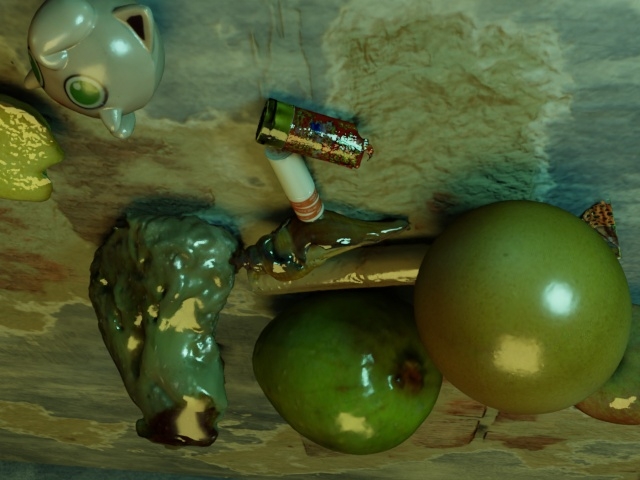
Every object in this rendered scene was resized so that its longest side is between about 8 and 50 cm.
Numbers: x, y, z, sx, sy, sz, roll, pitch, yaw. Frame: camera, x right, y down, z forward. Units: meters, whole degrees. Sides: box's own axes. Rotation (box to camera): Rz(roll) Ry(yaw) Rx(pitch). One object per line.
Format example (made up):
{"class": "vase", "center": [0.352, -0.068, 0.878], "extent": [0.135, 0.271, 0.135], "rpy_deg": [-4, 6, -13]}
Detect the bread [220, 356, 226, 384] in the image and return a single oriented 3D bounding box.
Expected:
{"class": "bread", "center": [-0.271, 0.281, 1.387], "extent": [0.132, 0.103, 0.172], "rpy_deg": [9, 149, -13]}

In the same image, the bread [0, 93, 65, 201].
{"class": "bread", "center": [-0.389, -0.124, 0.771], "extent": [0.187, 0.065, 0.149], "rpy_deg": [19, 136, -17]}

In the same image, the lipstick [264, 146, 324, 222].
{"class": "lipstick", "center": [-0.030, -0.072, 0.813], "extent": [0.038, 0.038, 0.131], "rpy_deg": [-3, 148, 15]}

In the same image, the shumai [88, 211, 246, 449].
{"class": "shumai", "center": [-0.237, 0.139, 0.967], "extent": [0.217, 0.283, 0.346], "rpy_deg": [19, 149, -25]}

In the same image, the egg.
{"class": "egg", "center": [0.250, 0.089, 0.831], "extent": [0.250, 0.250, 0.322], "rpy_deg": [-11, 148, 25]}

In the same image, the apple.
{"class": "apple", "center": [0.462, 0.190, 1.033], "extent": [0.188, 0.188, 0.174], "rpy_deg": [-21, 145, 37]}

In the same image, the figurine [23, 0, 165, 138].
{"class": "figurine", "center": [-0.202, -0.167, 0.600], "extent": [0.125, 0.125, 0.138], "rpy_deg": [10, 138, -7]}

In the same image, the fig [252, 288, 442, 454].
{"class": "fig", "center": [0.026, 0.204, 1.074], "extent": [0.326, 0.258, 0.258], "rpy_deg": [-4, 151, 41]}

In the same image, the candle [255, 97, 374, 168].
{"class": "candle", "center": [-0.002, -0.112, 0.728], "extent": [0.130, 0.052, 0.052], "rpy_deg": [15, 148, -14]}

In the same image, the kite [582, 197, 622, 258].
{"class": "kite", "center": [0.363, 0.011, 0.919], "extent": [0.125, 0.008, 0.222], "rpy_deg": [16, 148, -17]}

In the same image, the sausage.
{"class": "sausage", "center": [0.038, 0.043, 0.975], "extent": [0.301, 0.066, 0.066], "rpy_deg": [-7, 147, 18]}

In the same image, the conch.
{"class": "conch", "center": [-0.004, -0.004, 0.896], "extent": [0.232, 0.080, 0.086], "rpy_deg": [-26, 167, 8]}
